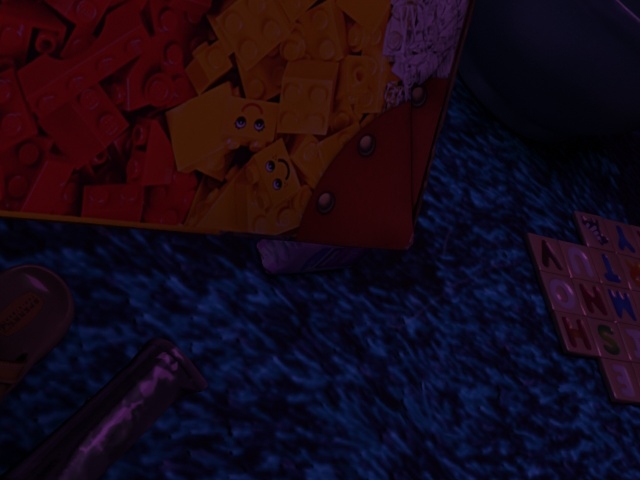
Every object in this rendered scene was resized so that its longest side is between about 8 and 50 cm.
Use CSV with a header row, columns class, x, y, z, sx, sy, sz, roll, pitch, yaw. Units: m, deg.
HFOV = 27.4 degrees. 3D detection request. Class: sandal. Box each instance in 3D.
class,x,y,z,sx,sy,sz,roll,pitch,yaw
sandal,-0.186,0.063,0.716,0.072,0.049,0.180,42,39,-6

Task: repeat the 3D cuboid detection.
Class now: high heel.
class,x,y,z,sx,sy,sz,roll,pitch,yaw
high heel,-0.072,0.205,0.698,0.261,0.093,0.186,51,56,-9

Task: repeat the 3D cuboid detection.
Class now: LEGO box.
class,x,y,z,sx,sy,sz,roll,pitch,yaw
LEGO box,-0.229,-0.166,0.540,0.372,0.193,0.500,5,14,-39

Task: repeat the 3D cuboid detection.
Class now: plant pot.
class,x,y,z,sx,sy,sz,roll,pitch,yaw
plant pot,0.240,-0.211,1.217,0.293,0.196,0.293,24,44,-25

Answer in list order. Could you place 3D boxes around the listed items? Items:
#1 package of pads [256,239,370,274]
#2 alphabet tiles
class,x,y,z,sx,sy,sz,roll,pitch,yaw
package of pads,0.000,0.000,0.937,0.083,0.050,0.032,-3,62,-43
alphabet tiles,0.282,0.062,1.176,0.237,0.009,0.198,12,51,-36
